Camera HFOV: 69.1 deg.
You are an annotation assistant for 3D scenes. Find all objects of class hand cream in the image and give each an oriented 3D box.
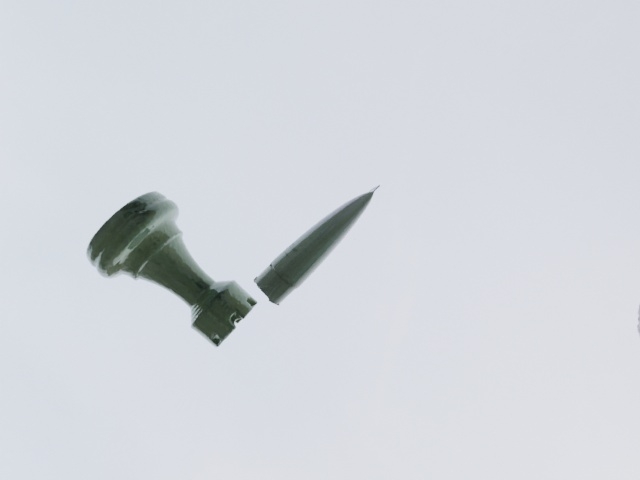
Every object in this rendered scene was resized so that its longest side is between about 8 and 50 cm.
[{"bbox_3d":[0.000,0.000,0.617,0.205,0.078,0.050,-44,-89,-2],"label":"hand cream"}]

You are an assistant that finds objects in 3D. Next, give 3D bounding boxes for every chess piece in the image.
[{"bbox_3d":[-0.272,0.067,0.900,0.299,0.194,0.194,42,-87,-2],"label":"chess piece"}]

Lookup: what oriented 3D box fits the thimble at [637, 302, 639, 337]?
[{"bbox_3d":[0.635,0.146,0.714,0.240,0.162,0.239,4,-52,6],"label":"thimble"}]
